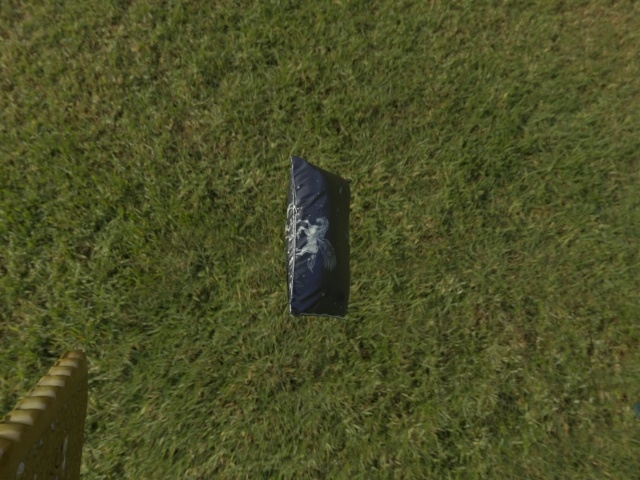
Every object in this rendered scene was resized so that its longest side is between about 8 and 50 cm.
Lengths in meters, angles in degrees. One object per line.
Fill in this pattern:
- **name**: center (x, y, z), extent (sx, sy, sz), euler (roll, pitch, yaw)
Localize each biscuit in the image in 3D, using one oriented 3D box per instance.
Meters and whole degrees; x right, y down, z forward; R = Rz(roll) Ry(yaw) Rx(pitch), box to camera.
- **biscuit**: center (-0.211, 0.229, 0.329), extent (0.029, 0.172, 0.255), euler (8, 96, -13)

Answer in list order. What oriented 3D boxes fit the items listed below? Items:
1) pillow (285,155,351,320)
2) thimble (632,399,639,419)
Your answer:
- **pillow**: center (0.000, 0.000, 0.606), extent (0.055, 0.141, 0.209), euler (-7, 75, 32)
- **thimble**: center (0.776, 0.396, 0.905), extent (0.143, 0.198, 0.235), euler (-41, 43, 12)
